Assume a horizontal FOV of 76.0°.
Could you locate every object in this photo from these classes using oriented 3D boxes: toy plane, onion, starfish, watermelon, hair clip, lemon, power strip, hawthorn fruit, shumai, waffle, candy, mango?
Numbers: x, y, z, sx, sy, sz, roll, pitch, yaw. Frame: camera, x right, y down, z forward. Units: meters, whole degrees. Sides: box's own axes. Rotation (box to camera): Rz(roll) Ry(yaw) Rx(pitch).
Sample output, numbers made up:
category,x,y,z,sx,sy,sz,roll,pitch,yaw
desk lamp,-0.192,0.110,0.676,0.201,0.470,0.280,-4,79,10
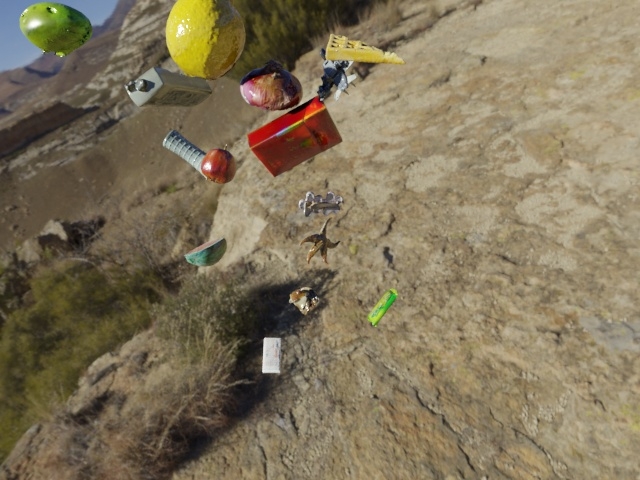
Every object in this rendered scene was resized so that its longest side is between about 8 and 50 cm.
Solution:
category,x,y,z,sx,sy,sz,roll,pitch,yaw
toy plane,0.038,-0.589,1.393,0.192,0.088,0.262,-43,59,27
onion,-0.177,-0.563,1.469,0.229,0.164,0.230,0,41,0
starfish,0.005,0.002,1.846,0.057,0.213,0.238,14,85,51
watermelon,-0.591,0.062,2.204,0.146,0.128,0.231,-31,3,44
hair clip,0.005,-0.200,2.254,0.256,0.146,0.075,-8,22,-31
lemon,-0.384,-0.674,1.363,0.310,0.253,0.254,-48,22,29
power strip,-0.329,-0.342,0.935,0.080,0.048,0.286,-28,11,17
hawthorn fruit,-0.506,-0.390,2.071,0.179,0.179,0.201,9,83,43
shumai,-0.090,0.286,1.955,0.145,0.116,0.146,-8,78,42
waffle,0.112,-0.468,1.004,0.190,0.032,0.125,6,42,3
candy,0.266,0.281,1.752,0.178,0.032,0.102,-53,10,-1
mango,-0.650,-0.528,1.016,0.178,0.119,0.100,-2,78,14

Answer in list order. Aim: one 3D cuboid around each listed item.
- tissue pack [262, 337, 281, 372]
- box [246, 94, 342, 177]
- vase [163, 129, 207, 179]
category,x,y,z,sx,sy,sz,roll,pitch,yaw
tissue pack,-0.153,0.361,1.289,0.056,0.023,0.108,4,62,-7
box,-0.094,-0.387,1.552,0.313,0.197,0.089,-27,57,10
vase,-0.701,-0.469,2.236,0.143,0.298,0.143,-53,7,10
